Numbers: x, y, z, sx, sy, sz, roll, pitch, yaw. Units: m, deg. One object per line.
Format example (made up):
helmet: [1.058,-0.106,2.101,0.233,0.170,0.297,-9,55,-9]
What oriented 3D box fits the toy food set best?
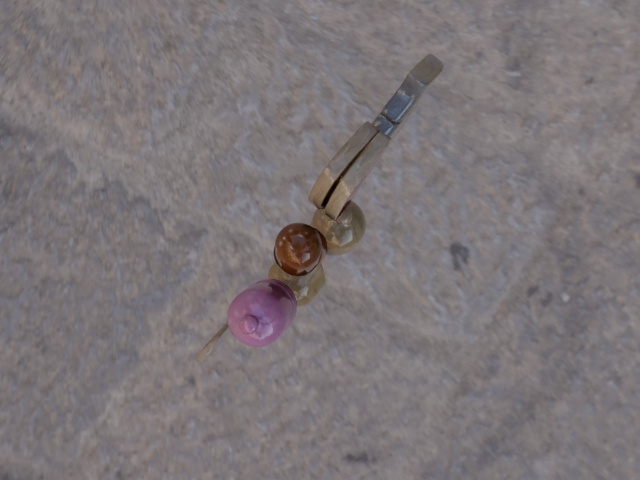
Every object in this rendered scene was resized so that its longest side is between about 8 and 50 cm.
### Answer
toy food set: [0.000,0.000,0.375,0.019,0.078,0.122,39,139,3]
